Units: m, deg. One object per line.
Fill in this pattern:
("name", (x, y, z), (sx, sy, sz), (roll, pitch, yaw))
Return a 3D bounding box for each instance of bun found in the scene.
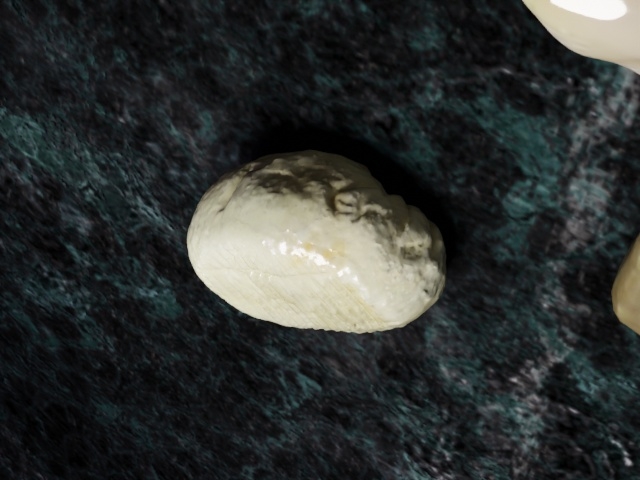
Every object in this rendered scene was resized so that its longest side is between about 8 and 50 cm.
("bun", (0.000, 0.000, 1.171), (0.188, 0.111, 0.164), (1, 147, 37))

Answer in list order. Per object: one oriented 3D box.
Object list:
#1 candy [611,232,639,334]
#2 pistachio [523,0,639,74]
("candy", (0.249, -0.016, 0.928), (0.104, 0.102, 0.234), (32, 142, 10))
("pistachio", (0.197, -0.239, 0.554), (0.365, 0.281, 0.445), (-1, 138, -11))
